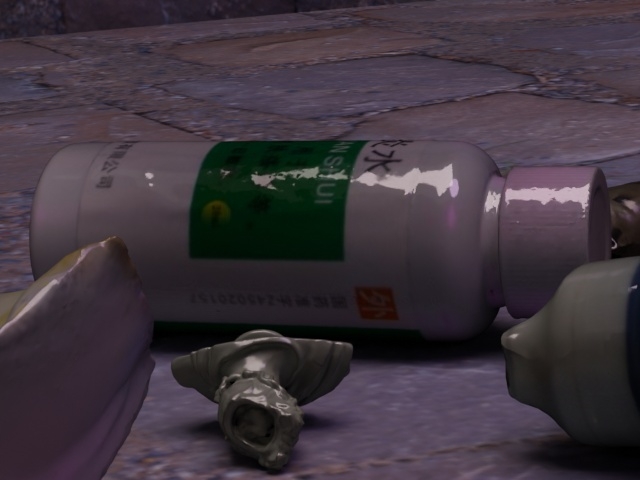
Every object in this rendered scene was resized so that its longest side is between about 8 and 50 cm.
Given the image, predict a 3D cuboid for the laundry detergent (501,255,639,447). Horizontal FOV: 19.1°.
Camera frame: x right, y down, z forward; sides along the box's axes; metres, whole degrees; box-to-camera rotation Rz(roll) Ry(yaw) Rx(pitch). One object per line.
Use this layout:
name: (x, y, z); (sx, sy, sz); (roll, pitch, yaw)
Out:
laundry detergent: (0.207, 0.026, 0.649); (0.290, 0.094, 0.143); (-5, 5, 29)

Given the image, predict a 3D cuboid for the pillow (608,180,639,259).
pillow: (0.213, -0.011, 0.959); (0.241, 0.051, 0.093); (-8, 13, -30)

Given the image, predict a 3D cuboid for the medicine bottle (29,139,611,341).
medicine bottle: (0.000, 0.000, 0.872); (0.260, 0.095, 0.095); (2, 14, 18)

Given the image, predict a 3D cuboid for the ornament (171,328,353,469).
ornament: (-0.023, 0.055, 0.743); (0.068, 0.041, 0.092); (-1, 13, 24)

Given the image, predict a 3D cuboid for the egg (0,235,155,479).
egg: (-0.200, 0.061, 0.500); (0.271, 0.162, 0.206); (26, -34, -20)
